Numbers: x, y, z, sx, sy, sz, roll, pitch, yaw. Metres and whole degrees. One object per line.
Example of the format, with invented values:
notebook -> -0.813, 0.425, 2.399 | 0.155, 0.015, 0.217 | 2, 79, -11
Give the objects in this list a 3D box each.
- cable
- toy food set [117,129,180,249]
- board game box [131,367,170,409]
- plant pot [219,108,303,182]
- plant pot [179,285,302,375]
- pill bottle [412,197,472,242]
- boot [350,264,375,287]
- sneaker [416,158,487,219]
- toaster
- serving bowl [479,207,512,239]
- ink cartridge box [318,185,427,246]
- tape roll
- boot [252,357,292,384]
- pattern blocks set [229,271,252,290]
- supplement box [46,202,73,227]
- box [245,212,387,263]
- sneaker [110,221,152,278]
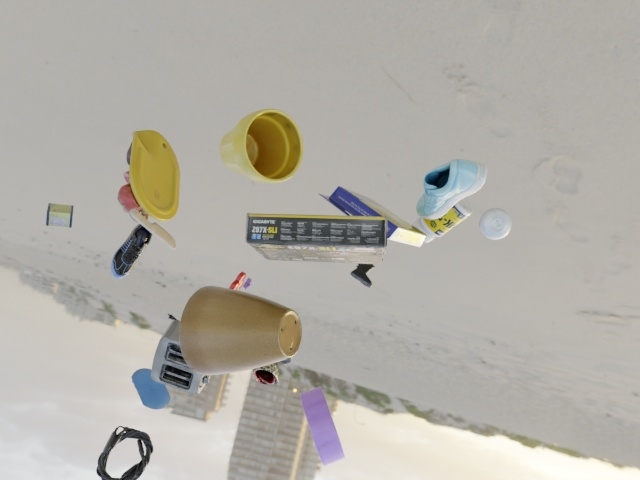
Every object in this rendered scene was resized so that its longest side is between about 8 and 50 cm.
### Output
cable -> -0.626, 0.698, 1.713 | 0.151, 0.184, 0.047 | 27, 150, -13
toy food set -> -0.316, -0.094, 0.951 | 0.071, 0.217, 0.128 | -16, 150, 19
board game box -> -0.621, 0.544, 1.941 | 0.168, 0.033, 0.133 | 57, -158, 22
plant pot -> -0.230, -0.327, 1.908 | 0.254, 0.253, 0.239 | 21, 168, -39
plant pot -> -0.184, 0.234, 1.375 | 0.255, 0.237, 0.237 | -3, 165, 26
pill bottle -> 0.456, -0.088, 2.022 | 0.119, 0.119, 0.208 | 20, 132, -37
boot -> 0.202, 0.141, 2.357 | 0.121, 0.099, 0.045 | 34, 152, 24
sneaker -> 0.399, -0.186, 1.825 | 0.150, 0.135, 0.366 | 16, 153, -16
toaster -> -0.395, 0.333, 1.560 | 0.186, 0.168, 0.110 | 20, -159, -1
serving bowl -> 0.457, -0.042, 1.386 | 0.084, 0.083, 0.027 | 14, -172, 1
ink cartridge box -> 0.190, -0.091, 1.917 | 0.304, 0.072, 0.307 | 39, -166, 33
tape roll -> 0.008, 0.696, 2.013 | 0.090, 0.274, 0.275 | -19, 174, -6
boot -> -0.145, 0.359, 1.603 | 0.085, 0.178, 0.236 | -13, 137, 11
pattern blocks set -> -0.360, 0.267, 1.970 | 0.026, 0.324, 0.285 | 34, 169, 11
supplement box -> -0.933, -0.090, 1.916 | 0.083, 0.056, 0.083 | 5, -157, -25
box -> 0.000, 0.000, 1.321 | 0.322, 0.079, 0.257 | 2, 167, 6
sneaker -> -0.686, 0.029, 1.956 | 0.081, 0.232, 0.090 | 32, 151, -26
